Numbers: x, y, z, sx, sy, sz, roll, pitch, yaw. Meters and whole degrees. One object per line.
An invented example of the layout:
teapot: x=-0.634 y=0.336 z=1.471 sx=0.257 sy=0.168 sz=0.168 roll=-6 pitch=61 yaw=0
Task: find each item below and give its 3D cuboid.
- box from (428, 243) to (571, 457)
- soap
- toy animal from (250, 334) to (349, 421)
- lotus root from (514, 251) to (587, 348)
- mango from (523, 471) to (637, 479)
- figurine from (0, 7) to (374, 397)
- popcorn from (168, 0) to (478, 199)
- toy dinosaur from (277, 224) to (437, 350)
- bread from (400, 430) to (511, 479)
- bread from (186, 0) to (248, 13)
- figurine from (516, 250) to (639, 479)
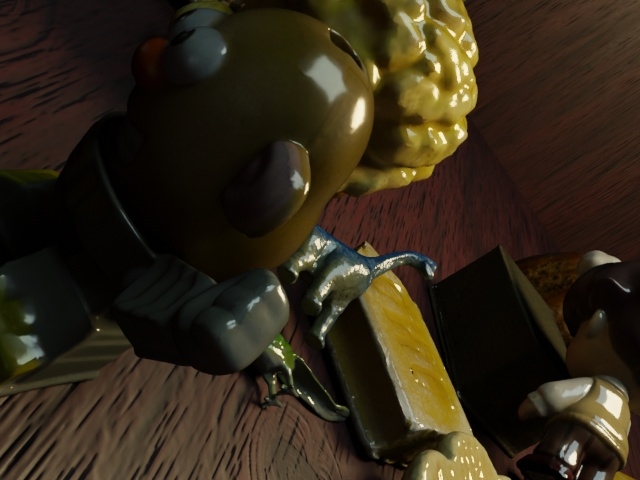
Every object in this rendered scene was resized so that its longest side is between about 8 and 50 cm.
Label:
box: x=0.287 y=0.164 z=1.453 sx=0.184 sy=0.143 sz=0.273 roll=47 pitch=20 yaw=-27
soap: x=0.072 y=0.125 z=1.074 sx=0.160 sy=0.080 sz=0.257 roll=30 pitch=33 yaw=-52
toy animal: x=-0.028 y=0.134 z=0.882 sx=0.217 sy=0.041 sz=0.075 roll=50 pitch=18 yaw=-33
lotus root: x=0.438 y=0.120 z=1.708 sx=0.193 sy=0.291 sz=0.193 roll=46 pitch=37 yaw=-50
mango: x=0.437 y=0.448 z=1.304 sx=0.384 sy=0.199 sz=0.221 roll=48 pitch=22 yaw=14
figurine: x=-0.092 y=-0.037 z=0.613 sx=0.167 sy=0.285 sz=0.342 roll=34 pitch=31 yaw=-53
popcorn: x=-0.008 y=-0.198 z=1.076 sx=0.349 sy=0.381 sz=0.349 roll=170 pitch=-90 yaw=-71
toy dinosaur: x=0.000 y=0.000 z=0.995 sx=0.247 sy=0.075 sz=0.188 roll=41 pitch=47 yaw=-1
bread: x=0.157 y=0.342 z=0.916 sx=0.316 sy=0.054 sz=0.316 roll=39 pitch=39 yaw=-40
bread: x=-0.056 y=-0.359 z=1.264 sx=0.274 sy=0.274 sz=0.149 roll=42 pitch=15 yaw=-37
figurine: x=0.383 y=0.192 z=1.270 sx=0.218 sy=0.365 sz=0.206 roll=41 pitch=-17 yaw=-3
